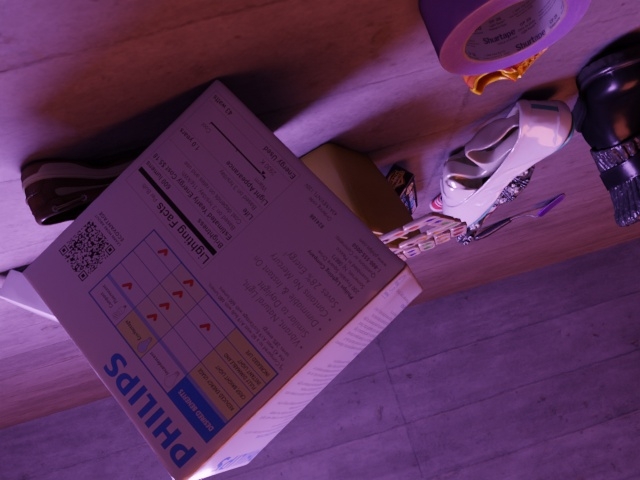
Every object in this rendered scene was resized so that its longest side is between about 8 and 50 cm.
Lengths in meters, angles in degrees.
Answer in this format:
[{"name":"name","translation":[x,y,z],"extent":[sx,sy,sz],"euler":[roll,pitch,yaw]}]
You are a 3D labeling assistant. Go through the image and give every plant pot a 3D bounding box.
[{"name":"plant pot","translation":[0.024,-0.050,1.221],"extent":[0.212,0.187,0.212],"euler":[-26,161,29]}]

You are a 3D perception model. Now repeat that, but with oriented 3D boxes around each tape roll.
[{"name":"tape roll","translation":[0.221,-0.286,0.831],"extent":[0.189,0.080,0.189],"euler":[-17,164,-5]}]

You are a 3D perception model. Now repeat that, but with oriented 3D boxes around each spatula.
[{"name":"spatula","translation":[0.600,-0.064,2.076],"extent":[0.297,0.030,0.084],"euler":[-24,165,21]}]

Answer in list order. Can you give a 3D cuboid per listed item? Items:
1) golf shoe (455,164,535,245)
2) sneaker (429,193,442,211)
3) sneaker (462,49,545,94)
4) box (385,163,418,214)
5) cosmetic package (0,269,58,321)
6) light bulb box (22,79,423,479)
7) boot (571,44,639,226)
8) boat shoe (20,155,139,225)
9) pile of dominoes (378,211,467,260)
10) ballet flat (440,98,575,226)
[{"name":"golf shoe","translation":[0.377,-0.114,1.555],"extent":[0.273,0.105,0.120],"euler":[-50,177,34]},{"name":"sneaker","translation":[0.327,-0.099,1.646],"extent":[0.119,0.042,0.067],"euler":[-11,166,-14]},{"name":"sneaker","translation":[0.290,-0.268,0.990],"extent":[0.175,0.067,0.064],"euler":[-29,159,30]},{"name":"box","translation":[0.136,-0.043,1.437],"extent":[0.175,0.051,0.220],"euler":[-57,165,-6]},{"name":"cosmetic package","translation":[-0.470,0.129,1.290],"extent":[0.239,0.060,0.099],"euler":[18,161,11]},{"name":"light bulb box","translation":[-0.119,0.056,0.918],"extent":[0.361,0.358,0.225],"euler":[-44,161,1]},{"name":"boot","translation":[0.566,-0.177,1.231],"extent":[0.131,0.260,0.348],"euler":[-21,164,11]},{"name":"boat shoe","translation":[-0.296,-0.062,1.006],"extent":[0.258,0.095,0.095],"euler":[-8,162,-31]},{"name":"pile of dominoes","translation":[0.136,0.028,1.186],"extent":[0.251,0.040,0.196],"euler":[-27,162,31]},{"name":"ballet flat","translation":[0.321,-0.152,1.353],"extent":[0.139,0.139,0.400],"euler":[-8,158,-30]}]
